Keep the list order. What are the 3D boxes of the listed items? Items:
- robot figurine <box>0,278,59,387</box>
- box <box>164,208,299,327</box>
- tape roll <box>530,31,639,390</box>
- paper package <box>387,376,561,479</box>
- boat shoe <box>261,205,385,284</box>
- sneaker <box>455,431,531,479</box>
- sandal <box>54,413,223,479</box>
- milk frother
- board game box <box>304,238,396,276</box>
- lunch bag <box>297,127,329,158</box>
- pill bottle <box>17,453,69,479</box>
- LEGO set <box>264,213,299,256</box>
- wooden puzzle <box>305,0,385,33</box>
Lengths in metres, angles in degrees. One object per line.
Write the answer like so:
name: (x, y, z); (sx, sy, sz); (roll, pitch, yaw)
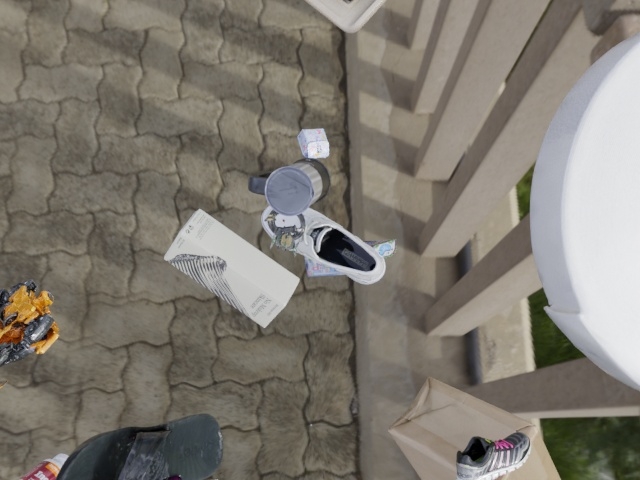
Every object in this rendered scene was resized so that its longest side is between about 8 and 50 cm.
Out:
robot figurine: (-0.585, 0.195, 1.272); (0.291, 0.085, 0.211); (-39, 40, -10)
box: (-0.194, 0.062, 1.581); (0.275, 0.113, 0.094); (35, 43, -5)
tape roll: (0.391, -0.027, 0.686); (0.392, 0.072, 0.391); (0, 93, -10)
paper package: (0.353, 0.502, 1.604); (0.310, 0.324, 0.168); (18, 58, 46)
boat shoe: (0.000, 0.000, 1.378); (0.268, 0.088, 0.096); (33, 84, 14)
sneaker: (0.314, 0.386, 1.319); (0.171, 0.063, 0.074); (-21, 107, -21)
sandal: (-0.306, 0.411, 1.331); (0.107, 0.446, 0.167); (-13, 88, 28)
milk frother: (-0.051, -0.062, 1.251); (0.129, 0.135, 0.143); (-10, 100, 16)
board game box: (0.095, 0.044, 1.824); (0.194, 0.194, 0.060); (-15, 98, -38)
lunch bag: (-0.017, -0.271, 2.035); (0.071, 0.053, 0.083); (-7, 71, -28)
pill bottle: (-0.621, 0.545, 1.614); (0.086, 0.152, 0.086); (8, 111, 21)
LEGO set: (-0.065, -0.010, 1.233); (0.054, 0.023, 0.083); (-13, 93, -13)
wooden puzzle: (0.031, -0.418, 0.959); (0.239, 0.044, 0.221); (41, 86, 18)
